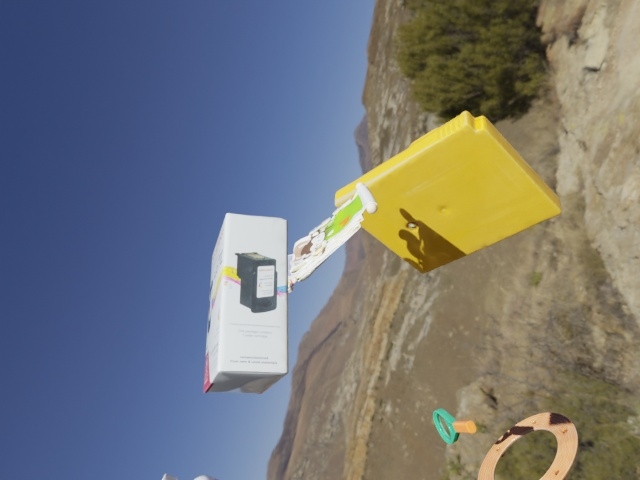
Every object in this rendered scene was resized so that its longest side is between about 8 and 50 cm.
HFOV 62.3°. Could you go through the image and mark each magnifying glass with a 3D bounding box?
[{"bbox_3d":[0.343,0.476,1.356,0.231,0.026,0.092,108,141,-71],"label":"magnifying glass"}]

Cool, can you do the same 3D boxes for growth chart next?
[{"bbox_3d":[0.000,0.000,0.852,0.237,0.021,0.172,-43,17,2],"label":"growth chart"}]

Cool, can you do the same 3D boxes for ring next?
[{"bbox_3d":[0.579,0.622,1.481,0.336,0.032,0.336,-44,3,3],"label":"ring"}]

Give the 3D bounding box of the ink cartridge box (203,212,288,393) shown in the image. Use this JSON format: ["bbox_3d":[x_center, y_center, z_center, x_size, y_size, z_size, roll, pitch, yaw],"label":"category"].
[{"bbox_3d":[-0.086,0.075,0.600,0.127,0.072,0.175,126,146,-59],"label":"ink cartridge box"}]

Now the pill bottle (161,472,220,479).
[{"bbox_3d":[-0.173,0.561,0.981,0.182,0.323,0.181,-62,3,6],"label":"pill bottle"}]

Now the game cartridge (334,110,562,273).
[{"bbox_3d":[0.237,-0.075,1.010,0.323,0.285,0.053,-30,37,37],"label":"game cartridge"}]
